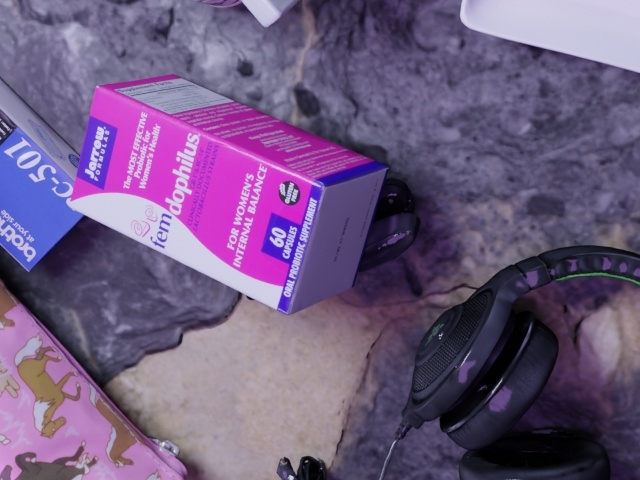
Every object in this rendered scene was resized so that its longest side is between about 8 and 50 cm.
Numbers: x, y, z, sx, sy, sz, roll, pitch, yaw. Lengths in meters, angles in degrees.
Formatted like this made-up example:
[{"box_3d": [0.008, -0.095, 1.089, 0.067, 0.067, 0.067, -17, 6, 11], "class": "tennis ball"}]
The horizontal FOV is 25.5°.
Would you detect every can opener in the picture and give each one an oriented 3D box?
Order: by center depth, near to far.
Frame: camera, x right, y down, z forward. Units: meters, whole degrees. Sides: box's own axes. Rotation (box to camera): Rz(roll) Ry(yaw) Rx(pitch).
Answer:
[{"box_3d": [0.000, 0.000, 1.198, 0.186, 0.073, 0.059, -21, 111, 26], "class": "can opener"}]

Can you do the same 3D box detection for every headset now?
[{"box_3d": [0.152, 0.155, 1.201, 0.394, 0.185, 0.243, -25, 98, 2], "class": "headset"}]

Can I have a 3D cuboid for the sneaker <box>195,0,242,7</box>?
[{"box_3d": [-0.118, -0.283, 1.074, 0.094, 0.153, 0.235, -13, 105, 14], "class": "sneaker"}]

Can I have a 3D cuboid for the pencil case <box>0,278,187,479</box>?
[{"box_3d": [-0.289, 0.138, 1.244, 0.386, 0.167, 0.160, 49, 130, -8], "class": "pencil case"}]

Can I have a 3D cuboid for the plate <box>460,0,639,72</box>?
[{"box_3d": [0.273, -0.261, 1.066, 0.277, 0.045, 0.278, 16, 110, 6], "class": "plate"}]

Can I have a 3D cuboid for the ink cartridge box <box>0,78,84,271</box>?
[{"box_3d": [-0.291, -0.081, 1.230, 0.207, 0.046, 0.097, 45, 111, -6], "class": "ink cartridge box"}]

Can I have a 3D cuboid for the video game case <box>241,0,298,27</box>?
[{"box_3d": [-0.052, -0.264, 1.049, 0.173, 0.190, 0.022, 48, 131, -9], "class": "video game case"}]

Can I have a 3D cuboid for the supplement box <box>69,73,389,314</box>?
[{"box_3d": [-0.076, -0.043, 1.136, 0.220, 0.114, 0.111, 25, 112, 24], "class": "supplement box"}]
